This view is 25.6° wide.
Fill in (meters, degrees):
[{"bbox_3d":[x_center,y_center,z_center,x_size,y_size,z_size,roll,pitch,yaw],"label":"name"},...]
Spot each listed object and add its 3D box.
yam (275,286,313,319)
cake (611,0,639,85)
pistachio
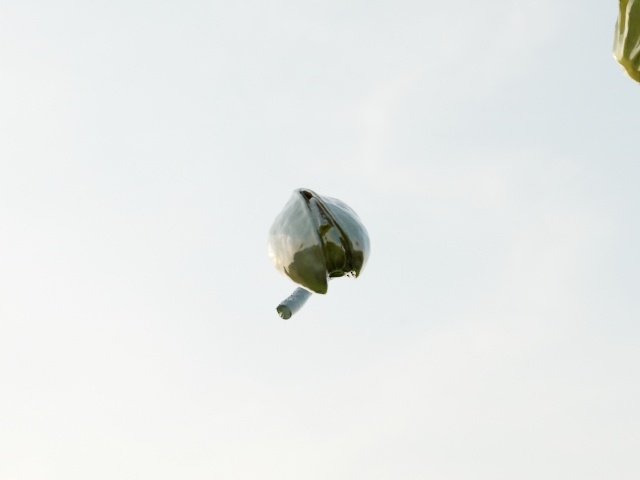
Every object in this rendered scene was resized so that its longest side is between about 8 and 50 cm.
[{"bbox_3d":[-0.038,0.094,2.258,0.032,0.032,0.145,-10,13,19],"label":"yam"},{"bbox_3d":[0.395,-0.181,1.093,0.227,0.286,0.222,37,-14,53],"label":"cake"},{"bbox_3d":[0.000,0.000,1.463,0.113,0.113,0.149,5,2,-17],"label":"pistachio"}]
